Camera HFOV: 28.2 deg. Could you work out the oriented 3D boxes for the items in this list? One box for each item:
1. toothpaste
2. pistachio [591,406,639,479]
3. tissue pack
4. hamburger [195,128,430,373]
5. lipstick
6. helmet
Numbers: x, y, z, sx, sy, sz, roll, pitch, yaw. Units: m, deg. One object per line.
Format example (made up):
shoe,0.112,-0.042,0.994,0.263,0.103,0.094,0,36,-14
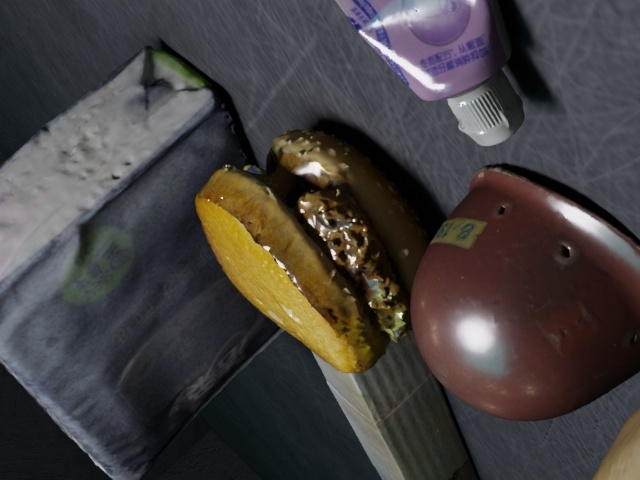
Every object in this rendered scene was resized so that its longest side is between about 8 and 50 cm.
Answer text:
toothpaste,0.004,-0.159,0.560,0.301,0.075,0.048,51,-171,-26
pistachio,0.196,0.148,0.585,0.260,0.162,0.213,81,-172,-66
tissue pack,-0.176,0.039,1.203,0.124,0.288,0.394,39,164,28
hamburger,0.004,0.002,0.906,0.182,0.118,0.191,43,170,6
lipstick,0.072,0.161,1.226,0.076,0.080,0.371,39,164,36
helmet,0.115,0.047,0.723,0.155,0.106,0.175,52,162,-20
